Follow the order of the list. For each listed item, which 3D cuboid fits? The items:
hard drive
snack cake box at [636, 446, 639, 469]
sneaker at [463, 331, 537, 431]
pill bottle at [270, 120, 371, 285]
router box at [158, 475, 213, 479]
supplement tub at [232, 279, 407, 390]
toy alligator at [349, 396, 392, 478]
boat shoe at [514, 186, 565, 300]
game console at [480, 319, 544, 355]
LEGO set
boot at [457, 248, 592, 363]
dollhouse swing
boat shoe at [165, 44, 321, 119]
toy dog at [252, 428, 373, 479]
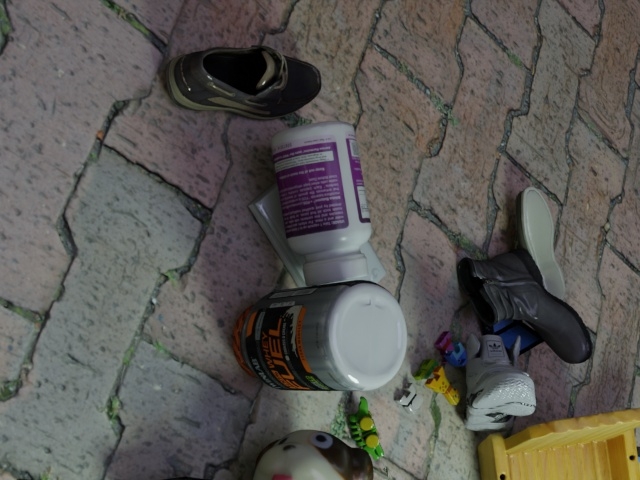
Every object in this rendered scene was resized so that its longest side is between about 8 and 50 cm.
[{"bbox_3d":[0.000,0.000,1.858,0.203,0.040,0.307,-43,110,-36],"label":"hard drive"},{"bbox_3d":[0.765,0.571,2.236,0.152,0.264,0.089,5,77,-71],"label":"snack cake box"},{"bbox_3d":[0.388,0.291,1.981,0.138,0.366,0.210,3,67,2],"label":"sneaker"},{"bbox_3d":[0.007,-0.069,1.739,0.169,0.169,0.301,-8,87,-41],"label":"pill bottle"},{"bbox_3d":[-0.258,0.433,1.535,0.122,0.092,0.038,3,81,-39],"label":"router box"},{"bbox_3d":[-0.012,0.178,1.637,0.194,0.316,0.193,8,78,-38],"label":"supplement tub"},{"bbox_3d":[0.098,0.419,1.868,0.051,0.056,0.189,-18,98,2],"label":"toy alligator"},{"bbox_3d":[0.538,0.017,2.275,0.109,0.091,0.304,-12,90,-33],"label":"boat shoe"},{"bbox_3d":[0.470,0.204,2.187,0.144,0.085,0.124,-19,103,-41],"label":"game console"},{"bbox_3d":[0.275,0.312,2.007,0.227,0.087,0.093,-47,112,-34],"label":"LEGO set"},{"bbox_3d":[0.474,0.175,2.130,0.223,0.118,0.338,-12,55,-40],"label":"boot"},{"bbox_3d":[0.574,0.533,1.996,0.347,0.305,0.315,-5,84,-12],"label":"dollhouse swing"},{"bbox_3d":[-0.124,-0.309,1.743,0.355,0.130,0.132,-10,90,-41],"label":"boat shoe"},{"bbox_3d":[-0.030,0.544,1.594,0.395,0.285,0.407,26,66,-48],"label":"toy dog"}]
